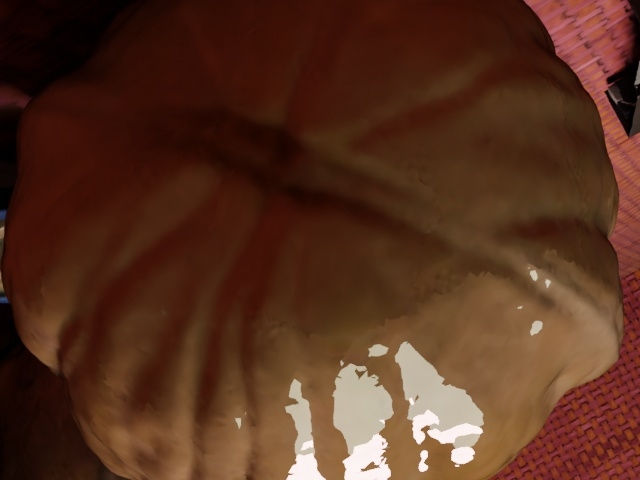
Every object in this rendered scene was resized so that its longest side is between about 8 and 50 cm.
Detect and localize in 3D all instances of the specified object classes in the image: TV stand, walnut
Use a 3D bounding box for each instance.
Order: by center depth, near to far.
[{"bbox_3d":[0.000,0.000,0.521,0.225,0.225,0.261,-27,168,-3],"label":"walnut"},{"bbox_3d":[0.211,-0.118,0.904,0.049,0.040,0.256,-27,169,5],"label":"TV stand"}]

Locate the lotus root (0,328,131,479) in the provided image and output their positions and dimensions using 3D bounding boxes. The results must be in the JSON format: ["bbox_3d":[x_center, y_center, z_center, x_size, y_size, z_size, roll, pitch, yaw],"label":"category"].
[{"bbox_3d":[-0.108,0.117,0.851,0.272,0.192,0.272,-16,-176,1],"label":"lotus root"}]

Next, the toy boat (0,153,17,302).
[{"bbox_3d":[-0.131,-0.005,0.596,0.080,0.046,0.229,-29,168,10],"label":"toy boat"}]
